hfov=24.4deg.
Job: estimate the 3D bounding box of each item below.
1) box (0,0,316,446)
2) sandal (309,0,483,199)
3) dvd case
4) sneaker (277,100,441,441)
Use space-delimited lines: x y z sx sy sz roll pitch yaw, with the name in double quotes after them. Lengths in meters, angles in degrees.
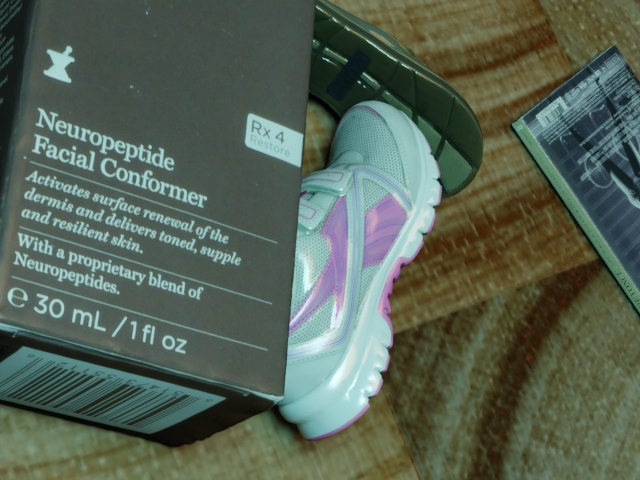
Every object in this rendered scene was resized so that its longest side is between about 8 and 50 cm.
-0.116 -0.084 0.911 0.191 0.143 0.381 18 61 -29 "box"
0.034 -0.118 1.093 0.219 0.090 0.060 35 32 -11 "sandal"
0.270 -0.044 1.262 0.164 0.018 0.221 -38 94 -41 "dvd case"
0.000 0.000 0.989 0.111 0.103 0.252 31 55 -24 "sneaker"
